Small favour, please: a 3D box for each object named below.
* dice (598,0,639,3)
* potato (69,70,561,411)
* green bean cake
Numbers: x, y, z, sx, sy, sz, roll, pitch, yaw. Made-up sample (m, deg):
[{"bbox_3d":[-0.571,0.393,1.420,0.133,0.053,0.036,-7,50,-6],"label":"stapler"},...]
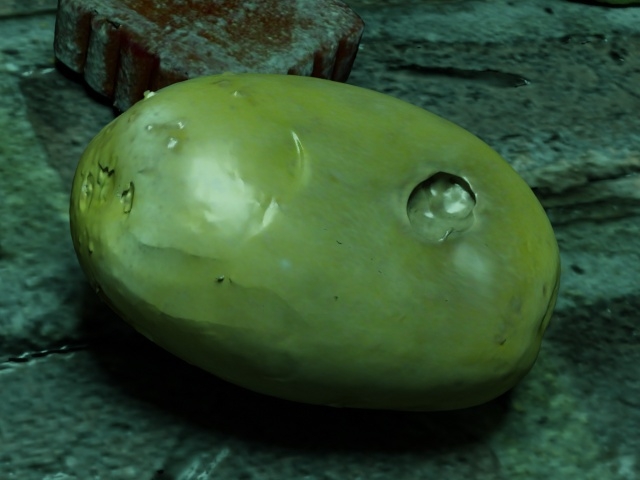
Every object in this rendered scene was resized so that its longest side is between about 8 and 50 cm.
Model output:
[{"bbox_3d":[0.194,-0.267,1.166,0.166,0.169,0.169,-3,45,-19],"label":"dice"},{"bbox_3d":[0.000,0.000,0.838,0.234,0.146,0.150,16,84,-20],"label":"potato"},{"bbox_3d":[-0.062,-0.110,0.998,0.136,0.056,0.135,36,43,21],"label":"green bean cake"}]
